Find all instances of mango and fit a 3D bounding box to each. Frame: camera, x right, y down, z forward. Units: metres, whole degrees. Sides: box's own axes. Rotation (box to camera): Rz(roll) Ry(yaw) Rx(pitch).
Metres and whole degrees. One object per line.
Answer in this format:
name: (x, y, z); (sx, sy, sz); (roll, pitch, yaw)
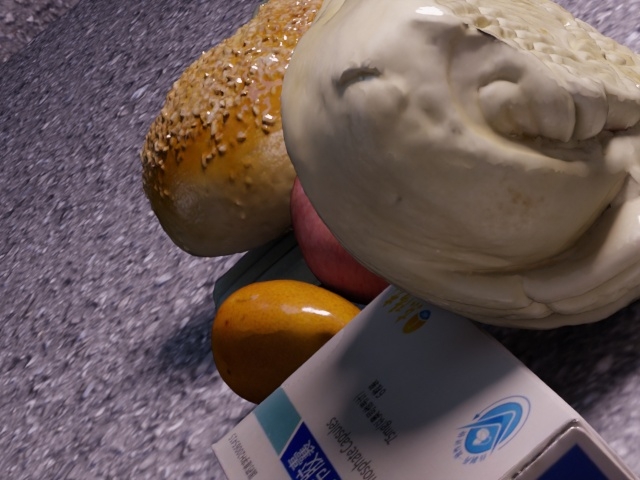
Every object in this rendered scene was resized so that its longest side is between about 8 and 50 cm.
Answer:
mango: (-0.017, 0.070, 1.417); (0.159, 0.105, 0.084); (-16, 32, 41)

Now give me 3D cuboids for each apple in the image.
apple: (0.050, -0.026, 1.424); (0.153, 0.120, 0.153); (-7, 64, 15)

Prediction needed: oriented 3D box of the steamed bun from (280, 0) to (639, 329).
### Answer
steamed bun: (0.102, -0.048, 1.205); (0.203, 0.276, 0.289); (-60, -3, 18)

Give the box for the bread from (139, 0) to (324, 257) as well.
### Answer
bread: (-0.027, -0.102, 1.572); (0.314, 0.171, 0.192); (-36, 15, 10)

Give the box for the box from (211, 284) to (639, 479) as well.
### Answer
box: (0.051, 0.141, 1.186); (0.200, 0.065, 0.343); (-42, 19, -1)

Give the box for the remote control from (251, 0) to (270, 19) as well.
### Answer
remote control: (0.049, -0.292, 1.855); (0.285, 0.038, 0.123); (-38, 19, 13)

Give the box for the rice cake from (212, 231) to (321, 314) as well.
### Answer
rice cake: (0.000, 0.000, 1.622); (0.237, 0.043, 0.127); (-38, 18, 10)
